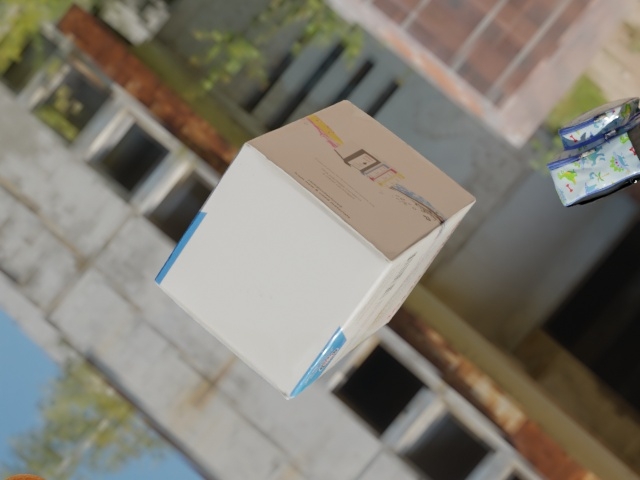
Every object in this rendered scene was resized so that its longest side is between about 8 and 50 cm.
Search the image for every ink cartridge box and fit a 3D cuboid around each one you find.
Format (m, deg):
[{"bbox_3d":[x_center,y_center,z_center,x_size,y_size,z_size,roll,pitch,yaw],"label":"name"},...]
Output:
[{"bbox_3d":[0.000,0.000,1.613,0.168,0.171,0.233,39,-155,10],"label":"ink cartridge box"}]

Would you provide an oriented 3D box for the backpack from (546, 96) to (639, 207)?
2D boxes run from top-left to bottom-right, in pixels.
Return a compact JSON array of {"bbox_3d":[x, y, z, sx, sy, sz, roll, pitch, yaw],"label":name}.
[{"bbox_3d":[0.278,-0.088,1.721,0.084,0.114,0.105,62,-153,0],"label":"backpack"}]

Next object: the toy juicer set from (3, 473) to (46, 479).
[{"bbox_3d":[-0.349,0.270,1.425,0.089,0.329,0.209,56,-152,-33],"label":"toy juicer set"}]
